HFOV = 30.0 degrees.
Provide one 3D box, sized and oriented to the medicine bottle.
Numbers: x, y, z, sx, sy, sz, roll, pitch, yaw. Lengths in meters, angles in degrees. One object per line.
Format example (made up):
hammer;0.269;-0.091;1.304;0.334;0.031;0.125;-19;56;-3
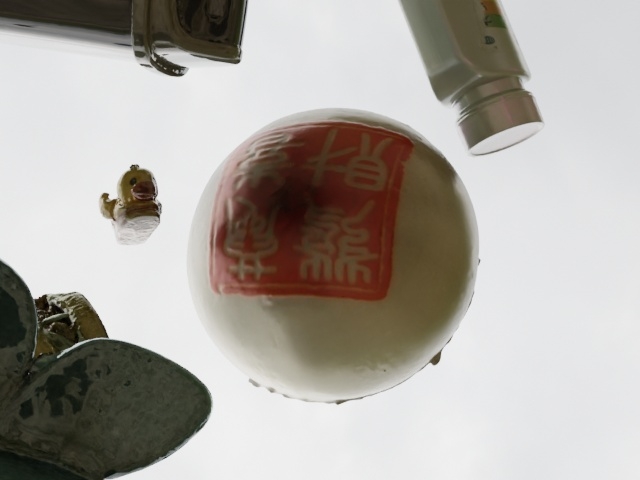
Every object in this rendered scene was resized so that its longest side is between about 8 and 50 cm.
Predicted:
medicine bottle;0.184;-0.260;1.527;0.161;0.111;0.296;-3;-109;-50

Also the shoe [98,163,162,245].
shoe;-0.220;-0.039;1.384;0.072;0.109;0.069;-10;-113;-5

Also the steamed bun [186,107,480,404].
steamed bun;0.000;0.000;1.448;0.375;0.241;0.374;-12;-121;20

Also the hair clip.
hair clip;-0.263;0.199;0.829;0.318;0.238;0.392;22;-78;-7

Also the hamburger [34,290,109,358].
hamburger;-0.269;0.133;1.157;0.113;0.185;0.177;-13;-128;-29

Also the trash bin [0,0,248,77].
trash bin;-0.208;-0.270;1.152;0.291;0.182;0.209;7;-87;9
